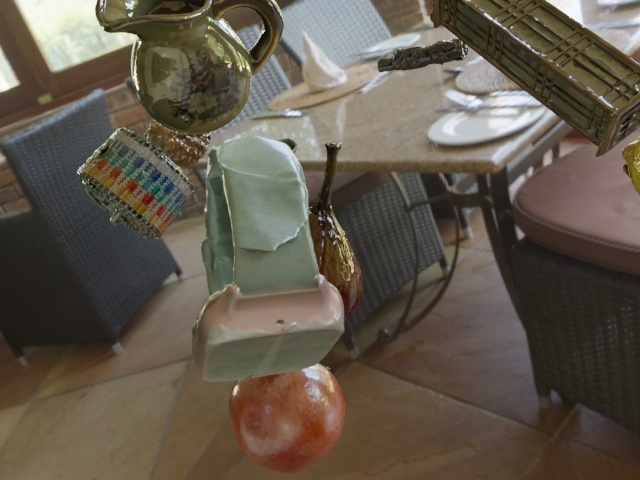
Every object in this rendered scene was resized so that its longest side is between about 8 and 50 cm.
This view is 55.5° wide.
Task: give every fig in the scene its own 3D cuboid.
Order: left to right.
[{"bbox_3d":[-0.031,0.002,0.968,0.191,0.290,0.190,-11,10,2],"label":"fig"}]

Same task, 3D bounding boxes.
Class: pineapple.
[{"bbox_3d":[-0.387,-0.288,1.713,0.166,0.166,0.193,5,17,45],"label":"pineapple"}]

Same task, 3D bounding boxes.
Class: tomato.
[{"bbox_3d":[-0.077,0.392,1.366,0.265,0.264,0.265,-17,24,8],"label":"tomato"}]

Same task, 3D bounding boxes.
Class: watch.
[{"bbox_3d":[-0.078,0.014,0.694,0.162,0.241,0.253,-6,-26,-19],"label":"watch"}]

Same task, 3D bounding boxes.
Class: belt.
[{"bbox_3d":[-0.383,-0.100,1.236,0.160,0.207,0.295,-54,18,-14],"label":"belt"}]

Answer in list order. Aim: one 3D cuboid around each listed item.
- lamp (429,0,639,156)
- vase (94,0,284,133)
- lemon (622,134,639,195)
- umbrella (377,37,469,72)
[{"bbox_3d":[0.277,-0.252,0.787,0.089,0.090,0.325,-36,64,-6],"label":"lamp"},{"bbox_3d":[-0.229,-0.389,1.195,0.330,0.302,0.240,-23,56,-6],"label":"vase"},{"bbox_3d":[0.622,-0.131,1.032,0.207,0.173,0.173,7,32,16],"label":"lemon"},{"bbox_3d":[0.247,-0.459,1.515,0.236,0.066,0.059,0,67,31],"label":"umbrella"}]
